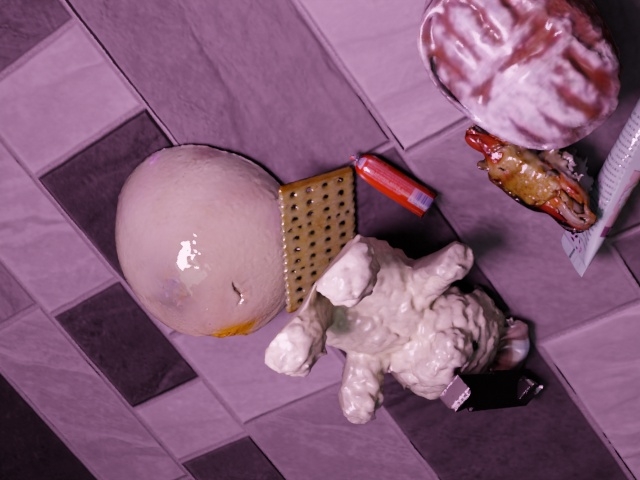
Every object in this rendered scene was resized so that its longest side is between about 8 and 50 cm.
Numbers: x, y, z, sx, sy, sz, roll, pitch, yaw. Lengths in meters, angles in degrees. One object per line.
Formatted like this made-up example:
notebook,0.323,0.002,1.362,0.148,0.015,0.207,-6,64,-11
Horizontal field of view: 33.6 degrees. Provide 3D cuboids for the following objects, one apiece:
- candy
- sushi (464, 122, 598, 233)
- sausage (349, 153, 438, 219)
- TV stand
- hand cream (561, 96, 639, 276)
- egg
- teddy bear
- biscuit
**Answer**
candy,0.263,-0.246,1.395,0.289,0.157,0.214,35,120,-6
sushi,0.307,-0.104,1.499,0.226,0.103,0.097,34,159,5
sausage,0.106,-0.088,1.609,0.145,0.048,0.050,32,163,-3
TV stand,0.267,0.231,1.639,0.049,0.256,0.040,-52,60,19
hand cream,0.420,-0.101,1.487,0.058,0.085,0.331,9,124,-23
egg,-0.195,0.024,1.679,0.337,0.201,0.337,6,121,11
teddy bear,0.145,0.155,1.571,0.362,0.375,0.327,38,102,-1
biscuit,0.000,0.000,1.657,0.139,0.016,0.231,-18,124,-25
